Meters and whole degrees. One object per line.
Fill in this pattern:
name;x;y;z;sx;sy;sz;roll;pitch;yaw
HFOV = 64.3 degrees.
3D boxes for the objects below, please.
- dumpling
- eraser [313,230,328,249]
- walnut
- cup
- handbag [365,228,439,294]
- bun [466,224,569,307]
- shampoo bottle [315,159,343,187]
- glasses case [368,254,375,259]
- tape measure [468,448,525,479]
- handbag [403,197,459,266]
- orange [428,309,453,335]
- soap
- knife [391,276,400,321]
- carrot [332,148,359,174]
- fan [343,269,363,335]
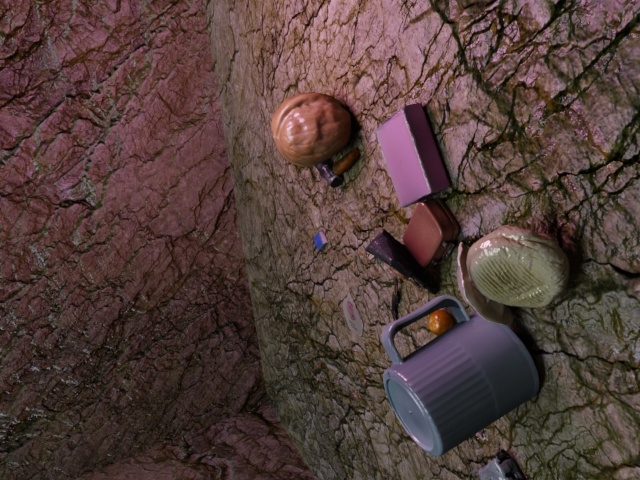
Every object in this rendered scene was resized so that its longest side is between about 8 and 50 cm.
dumpling;0.400;0.111;1.284;0.126;0.166;0.215;-6;96;34
eraser;0.000;0.000;2.310;0.063;0.027;0.084;67;156;14
walnut;-0.039;-0.402;1.840;0.296;0.285;0.285;-121;26;-46
cup;0.340;0.339;1.303;0.257;0.311;0.331;26;139;62
handbag;0.252;0.071;1.554;0.088;0.270;0.175;-50;42;10
bun;0.440;0.045;1.137;0.221;0.134;0.220;20;143;15
shampoo bottle;0.019;-0.300;2.030;0.207;0.057;0.063;58;153;32
glasses case;0.202;0.050;1.867;0.021;0.032;0.083;64;155;15
tape measure;0.515;0.761;1.539;0.330;0.084;0.164;103;149;-46
handbag;0.324;-0.017;1.492;0.151;0.072;0.193;59;151;32
orange;0.370;0.253;1.562;0.083;0.070;0.083;178;90;-68
soap;0.263;-0.239;1.472;0.259;0.081;0.181;71;158;6
knife;0.270;0.211;1.829;0.045;0.021;0.222;45;148;51
carrot;0.095;-0.289;1.876;0.161;0.055;0.055;-33;74;60
fan;0.129;0.267;2.209;0.182;0.010;0.310;27;129;61
